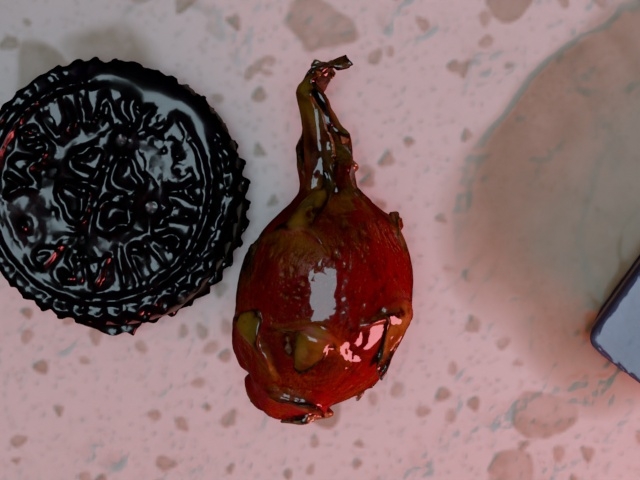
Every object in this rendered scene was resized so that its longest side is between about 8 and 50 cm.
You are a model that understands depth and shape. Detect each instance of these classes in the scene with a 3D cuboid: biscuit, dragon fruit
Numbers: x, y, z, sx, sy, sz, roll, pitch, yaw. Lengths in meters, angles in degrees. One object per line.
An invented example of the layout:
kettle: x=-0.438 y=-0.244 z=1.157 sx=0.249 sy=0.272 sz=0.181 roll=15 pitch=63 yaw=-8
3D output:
biscuit: x=-0.144 y=-0.032 z=1.066 sx=0.194 sy=0.053 sz=0.194 roll=0 pitch=94 yaw=3
dragon fruit: x=0.000 y=0.000 z=1.031 sx=0.125 sy=0.125 sz=0.246 roll=0 pitch=87 yaw=5

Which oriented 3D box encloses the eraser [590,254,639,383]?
eraser: x=0.277 y=0.002 z=1.059 sx=0.082 sy=0.036 sz=0.225 roll=35 pitch=94 yaw=0
